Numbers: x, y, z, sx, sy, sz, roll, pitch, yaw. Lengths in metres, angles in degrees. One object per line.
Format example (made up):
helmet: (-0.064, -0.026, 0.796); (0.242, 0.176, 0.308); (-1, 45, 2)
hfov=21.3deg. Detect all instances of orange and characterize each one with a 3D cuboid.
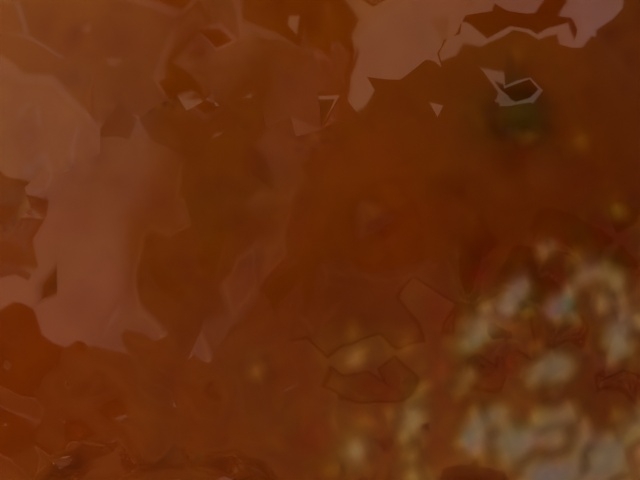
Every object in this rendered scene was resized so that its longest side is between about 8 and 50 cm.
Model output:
orange: (0.000, 0.000, 0.506); (0.424, 0.424, 0.326); (-27, -82, -32)
